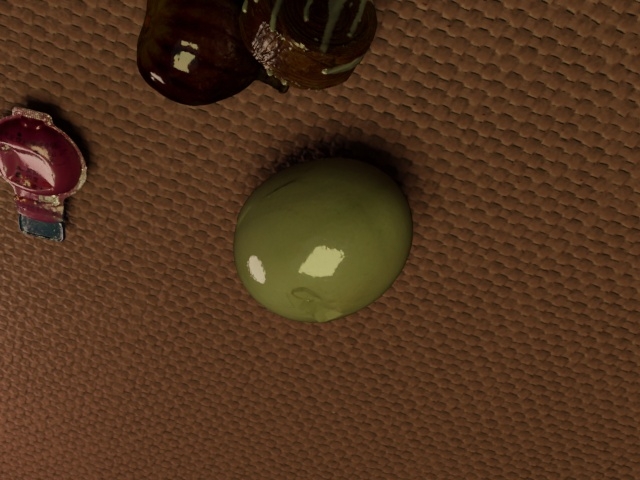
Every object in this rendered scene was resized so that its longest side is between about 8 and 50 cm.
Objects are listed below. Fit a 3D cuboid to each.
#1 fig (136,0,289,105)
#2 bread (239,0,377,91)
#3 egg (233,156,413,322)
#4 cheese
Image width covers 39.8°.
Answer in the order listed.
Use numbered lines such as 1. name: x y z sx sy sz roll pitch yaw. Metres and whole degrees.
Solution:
1. fig: -0.139 -0.226 1.072 0.202 0.149 0.148 45 168 -8
2. bread: -0.014 -0.255 1.016 0.160 0.161 0.073 22 147 -7
3. egg: 0.000 0.000 1.193 0.219 0.219 0.269 41 126 -21
4. cheese: -0.417 -0.095 1.308 0.155 0.062 0.244 13 133 3
